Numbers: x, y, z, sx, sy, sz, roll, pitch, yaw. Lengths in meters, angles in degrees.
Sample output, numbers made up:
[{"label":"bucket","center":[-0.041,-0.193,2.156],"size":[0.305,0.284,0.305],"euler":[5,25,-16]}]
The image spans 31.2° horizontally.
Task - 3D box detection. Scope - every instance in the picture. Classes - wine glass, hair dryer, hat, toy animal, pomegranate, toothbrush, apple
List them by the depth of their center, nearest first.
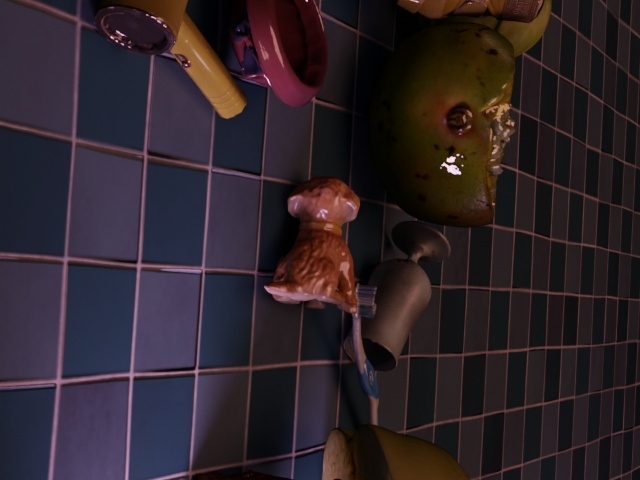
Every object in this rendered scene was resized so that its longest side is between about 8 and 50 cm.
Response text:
[{"label":"hair dryer","center":[-0.151,-0.237,1.303],"size":[0.279,0.090,0.135],"euler":[53,45,-57]},{"label":"hat","center":[-0.062,-0.256,1.429],"size":[0.205,0.089,0.205],"euler":[-10,90,-69]},{"label":"apple","center":[0.083,0.420,1.510],"size":[0.311,0.320,0.360],"euler":[27,59,-57]},{"label":"toy animal","center":[-0.013,-0.005,1.532],"size":[0.184,0.104,0.185],"euler":[21,77,-61]},{"label":"toothbrush","center":[0.067,0.212,1.708],"size":[0.040,0.040,0.386],"euler":[-55,151,-45]},{"label":"wine glass","center":[0.117,0.086,1.773],"size":[0.231,0.103,0.103],"euler":[-63,143,-34]},{"label":"pomegranate","center":[0.178,-0.180,1.783],"size":[0.358,0.216,0.310],"euler":[-107,-159,-85]}]

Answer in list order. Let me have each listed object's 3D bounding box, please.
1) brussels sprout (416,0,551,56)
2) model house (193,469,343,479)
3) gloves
[{"label":"brussels sprout","center":[0.265,-0.423,1.876],"size":[0.294,0.227,0.259],"euler":[58,40,-60]},{"label":"model house","center":[-0.024,0.389,1.384],"size":[0.160,0.254,0.196],"euler":[4,89,-65]},{"label":"gloves","center":[0.168,-0.396,1.679],"size":[0.154,0.331,0.141],"euler":[-107,-150,-76]}]
